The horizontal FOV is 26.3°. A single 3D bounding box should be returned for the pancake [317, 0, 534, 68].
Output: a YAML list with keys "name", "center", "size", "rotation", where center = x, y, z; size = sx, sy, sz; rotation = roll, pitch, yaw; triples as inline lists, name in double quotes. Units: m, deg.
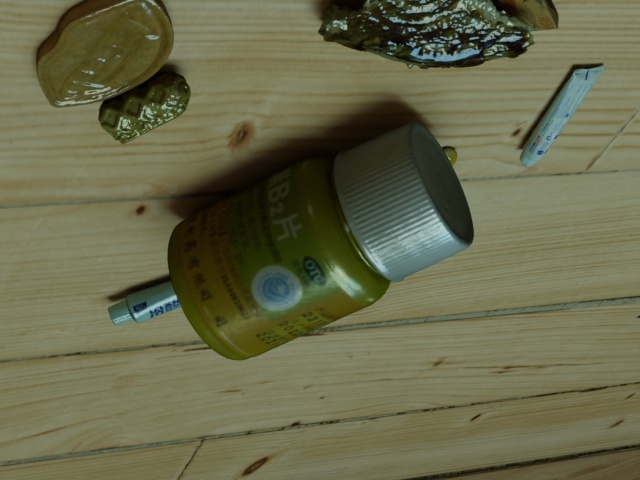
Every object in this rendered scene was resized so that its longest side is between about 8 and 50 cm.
- name: "pancake"
  center: [0.129, -0.274, 1.570]
  size: [0.266, 0.057, 0.244]
  rotation: [-6, 153, -8]

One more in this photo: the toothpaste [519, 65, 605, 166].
- name: "toothpaste"
  center: [0.337, -0.176, 1.947]
  size: [0.052, 0.033, 0.218]
  rotation: [-8, 151, -24]

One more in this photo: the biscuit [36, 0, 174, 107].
- name: "biscuit"
  center: [-0.240, -0.213, 1.543]
  size: [0.142, 0.029, 0.221]
  rotation: [8, 146, -41]

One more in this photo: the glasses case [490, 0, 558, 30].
- name: "glasses case"
  center: [0.231, -0.301, 1.616]
  size: [0.064, 0.041, 0.170]
  rotation: [-2, 161, 23]

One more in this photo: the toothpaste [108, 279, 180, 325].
- name: "toothpaste"
  center: [-0.187, 0.067, 2.134]
  size: [0.297, 0.048, 0.075]
  rotation: [-20, 152, 2]

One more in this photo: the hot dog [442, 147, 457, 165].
- name: "hot dog"
  center: [0.163, -0.100, 1.996]
  size: [0.090, 0.034, 0.030]
  rotation: [-31, 150, 32]

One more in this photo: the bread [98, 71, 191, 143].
- name: "bread"
  center: [-0.205, -0.162, 1.632]
  size: [0.110, 0.060, 0.066]
  rotation: [-26, 169, 14]

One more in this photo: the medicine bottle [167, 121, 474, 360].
- name: "medicine bottle"
  center: [0.000, 0.000, 1.885]
  size: [0.384, 0.224, 0.224]
  rotation: [-24, 153, 20]
